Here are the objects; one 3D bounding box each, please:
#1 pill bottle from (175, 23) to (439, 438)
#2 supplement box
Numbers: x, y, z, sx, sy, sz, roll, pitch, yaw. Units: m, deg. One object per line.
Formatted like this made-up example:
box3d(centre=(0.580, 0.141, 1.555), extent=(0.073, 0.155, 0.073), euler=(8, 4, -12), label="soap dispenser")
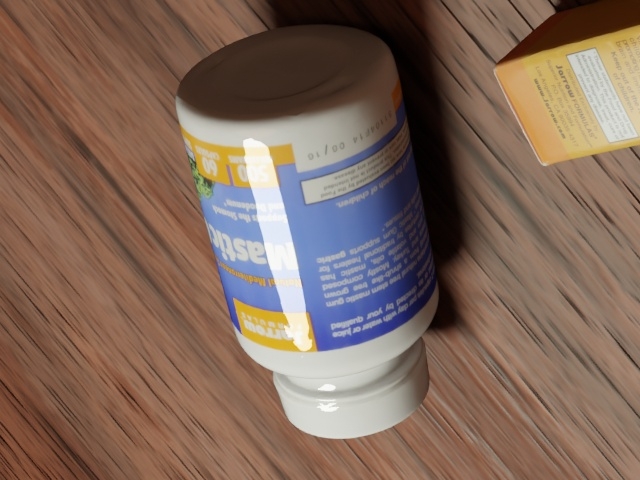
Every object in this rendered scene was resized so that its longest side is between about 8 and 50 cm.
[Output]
box3d(centre=(0.000, 0.000, 1.209), extent=(0.152, 0.152, 0.272), euler=(12, 128, 36), label="pill bottle")
box3d(centre=(0.216, -0.107, 0.981), extent=(0.233, 0.078, 0.080), euler=(-13, 112, 48), label="supplement box")
